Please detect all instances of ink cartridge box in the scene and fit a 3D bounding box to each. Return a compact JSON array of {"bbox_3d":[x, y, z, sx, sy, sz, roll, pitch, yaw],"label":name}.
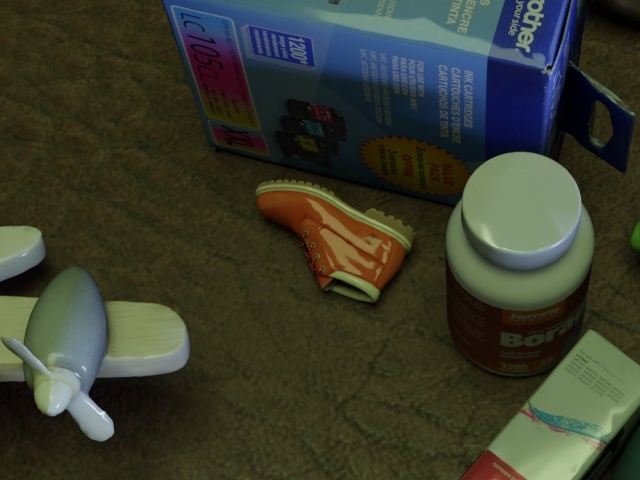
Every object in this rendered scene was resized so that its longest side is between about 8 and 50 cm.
[{"bbox_3d":[0.187,0.174,1.106,0.072,0.127,0.175,37,72,21],"label":"ink cartridge box"},{"bbox_3d":[0.085,-0.161,1.214,0.396,0.270,0.151,12,66,13],"label":"ink cartridge box"}]

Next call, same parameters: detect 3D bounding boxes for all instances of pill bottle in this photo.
[{"bbox_3d":[0.164,0.021,1.140,0.121,0.216,0.121,-3,62,5],"label":"pill bottle"}]

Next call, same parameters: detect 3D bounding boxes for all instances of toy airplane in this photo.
[{"bbox_3d":[-0.358,0.092,1.128,0.386,0.272,0.384,-42,65,-15],"label":"toy airplane"}]

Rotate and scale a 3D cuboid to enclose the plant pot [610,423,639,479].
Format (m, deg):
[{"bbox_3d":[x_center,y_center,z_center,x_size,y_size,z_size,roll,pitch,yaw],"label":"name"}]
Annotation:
[{"bbox_3d":[0.354,0.187,1.011,0.290,0.195,0.290,-5,49,6],"label":"plant pot"}]

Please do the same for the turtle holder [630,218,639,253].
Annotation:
[{"bbox_3d":[0.415,-0.033,1.099,0.227,0.243,0.320,-16,37,-32],"label":"turtle holder"}]

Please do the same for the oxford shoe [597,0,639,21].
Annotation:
[{"bbox_3d":[0.347,-0.329,1.392,0.098,0.097,0.271,32,68,-6],"label":"oxford shoe"}]

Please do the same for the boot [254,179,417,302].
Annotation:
[{"bbox_3d":[0.000,0.000,1.261,0.158,0.059,0.084,22,72,16],"label":"boot"}]
